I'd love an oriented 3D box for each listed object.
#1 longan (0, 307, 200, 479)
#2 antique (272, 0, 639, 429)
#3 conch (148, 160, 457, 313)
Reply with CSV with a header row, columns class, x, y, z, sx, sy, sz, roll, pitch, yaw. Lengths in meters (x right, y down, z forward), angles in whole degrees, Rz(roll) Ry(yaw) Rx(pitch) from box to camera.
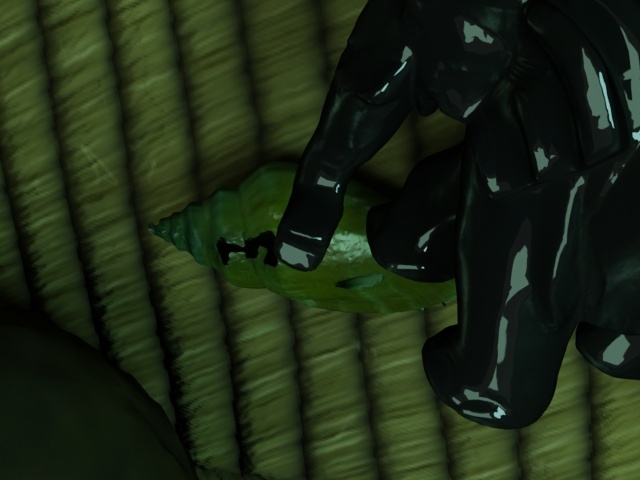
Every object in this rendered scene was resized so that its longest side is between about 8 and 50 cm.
class,x,y,z,sx,sy,sz,roll,pitch,yaw
longan,-0.269,0.246,1.243,0.404,0.436,0.404,27,124,48
antique,0.155,-0.033,1.021,0.322,0.185,0.255,23,127,4
conch,-0.003,0.001,1.197,0.201,0.079,0.095,20,145,5
